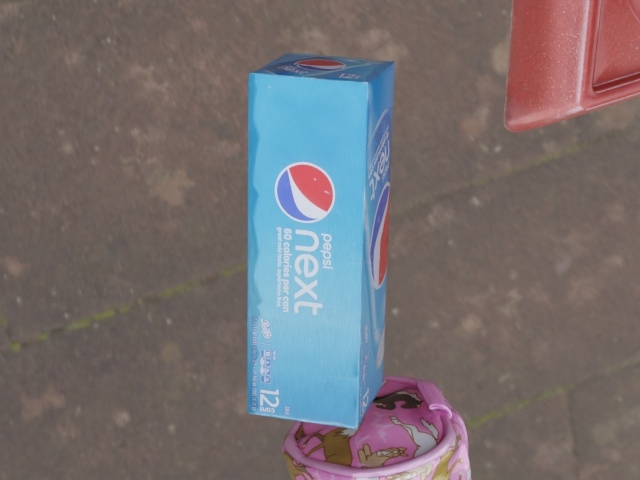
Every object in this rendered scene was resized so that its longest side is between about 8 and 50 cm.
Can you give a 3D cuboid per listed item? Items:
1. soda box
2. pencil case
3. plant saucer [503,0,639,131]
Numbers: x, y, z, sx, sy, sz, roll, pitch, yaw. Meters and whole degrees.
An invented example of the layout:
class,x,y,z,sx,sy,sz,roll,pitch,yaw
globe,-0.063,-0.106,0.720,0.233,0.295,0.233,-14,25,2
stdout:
class,x,y,z,sx,sy,sz,roll,pitch,yaw
soda box,0.000,0.000,0.770,0.071,0.067,0.210,7,110,15
pencil case,0.080,0.320,1.246,0.167,0.160,0.386,-35,122,-39
plant saucer,0.245,-0.210,0.880,0.259,0.048,0.258,-18,125,-27
